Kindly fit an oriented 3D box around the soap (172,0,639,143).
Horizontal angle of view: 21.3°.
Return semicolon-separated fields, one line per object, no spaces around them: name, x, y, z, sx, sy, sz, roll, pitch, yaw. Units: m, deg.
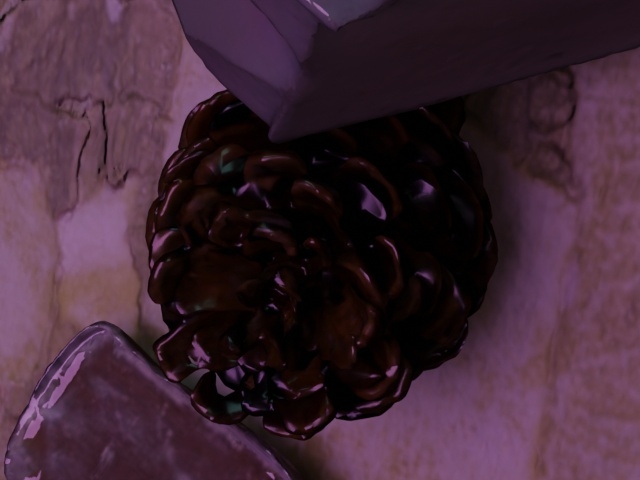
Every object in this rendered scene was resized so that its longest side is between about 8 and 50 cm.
soap;0.045;-0.302;0.914;0.350;0.213;0.435;-20;77;-12

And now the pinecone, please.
pinecone;0.000;0.000;1.030;0.224;0.272;0.224;1;105;6

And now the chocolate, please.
chocolate;-0.104;0.181;1.206;0.254;0.080;0.157;34;95;30
